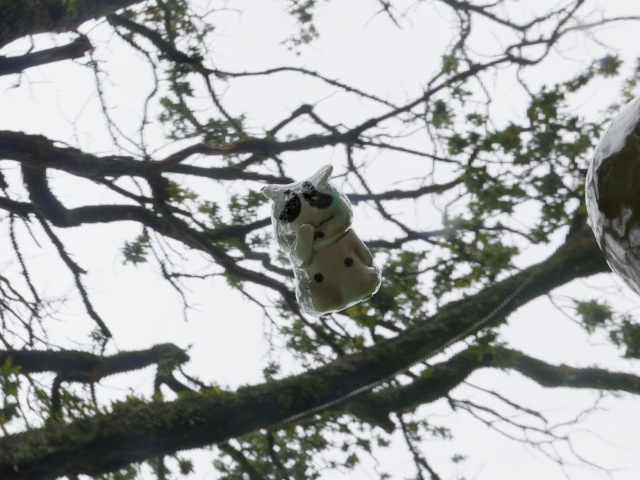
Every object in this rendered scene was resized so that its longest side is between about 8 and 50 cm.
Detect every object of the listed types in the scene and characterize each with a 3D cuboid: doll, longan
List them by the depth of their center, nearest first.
[{"bbox_3d":[0.003,0.007,0.985,0.110,0.107,0.181,-22,-75,2],"label":"doll"},{"bbox_3d":[0.528,-0.053,1.012,0.360,0.361,0.361,-4,-83,-31],"label":"longan"}]
